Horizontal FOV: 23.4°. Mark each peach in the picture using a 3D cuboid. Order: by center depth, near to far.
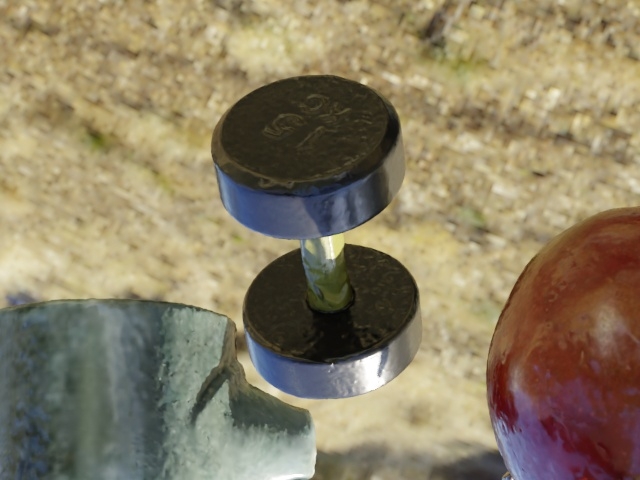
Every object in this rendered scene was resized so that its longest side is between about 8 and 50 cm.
[{"bbox_3d":[0.185,0.079,0.849,0.190,0.192,0.190,11,141,9],"label":"peach"}]

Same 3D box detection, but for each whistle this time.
[{"bbox_3d":[-0.215,0.148,1.097,0.404,0.168,0.188,-8,163,24],"label":"whistle"}]

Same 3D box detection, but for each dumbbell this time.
[{"bbox_3d":[0.000,0.000,1.685,0.203,0.204,0.322,14,136,24],"label":"dumbbell"}]

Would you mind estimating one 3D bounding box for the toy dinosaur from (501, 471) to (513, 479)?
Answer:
[{"bbox_3d":[0.269,0.297,1.582,0.208,0.097,0.432,47,161,17],"label":"toy dinosaur"}]
